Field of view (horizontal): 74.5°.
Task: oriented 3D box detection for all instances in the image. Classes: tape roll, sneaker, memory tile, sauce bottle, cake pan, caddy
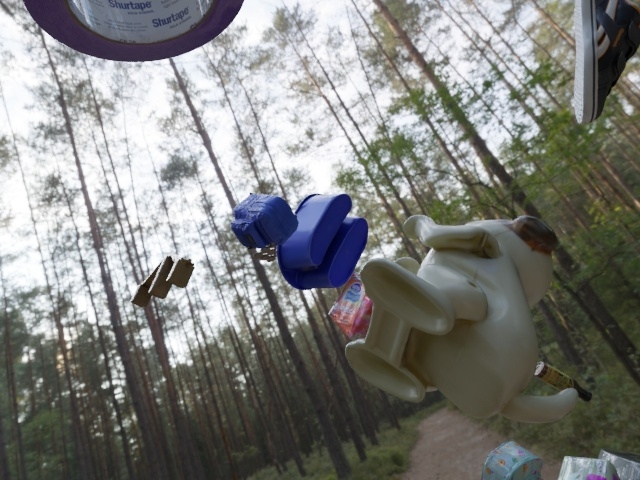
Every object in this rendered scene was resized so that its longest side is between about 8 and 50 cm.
[{"bbox_3d":[-0.239,-0.351,0.547,0.275,0.090,0.275,-18,-5,-2],"label":"tape roll"},{"bbox_3d":[0.639,-0.422,0.933,0.127,0.321,0.126,2,-5,22],"label":"sneaker"},{"bbox_3d":[-0.164,0.031,1.518,0.148,0.012,0.113,-35,-27,22],"label":"memory tile"},{"bbox_3d":[0.566,0.331,0.980,0.042,0.128,0.042,-61,-6,-11],"label":"sauce bottle"},{"bbox_3d":[0.693,0.469,0.815,0.293,0.054,0.293,11,-14,3],"label":"cake pan"},{"bbox_3d":[0.000,0.000,1.348,0.179,0.341,0.241,-3,-44,44],"label":"caddy"}]

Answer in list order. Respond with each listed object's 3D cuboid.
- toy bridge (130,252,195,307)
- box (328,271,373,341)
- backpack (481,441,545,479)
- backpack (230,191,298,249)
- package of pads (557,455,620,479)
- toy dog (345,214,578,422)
[{"bbox_3d":[-0.221,0.051,0.601,0.026,0.063,0.188,32,-34,-27],"label":"toy bridge"},{"bbox_3d":[0.197,0.228,1.200,0.300,0.142,0.154,29,-85,-31],"label":"box"},{"bbox_3d":[0.505,0.635,1.096,0.166,0.188,0.144,-6,8,-27],"label":"backpack"},{"bbox_3d":[-0.108,-0.032,0.833,0.120,0.101,0.098,3,-42,42],"label":"backpack"},{"bbox_3d":[0.490,0.575,0.716,0.101,0.296,0.229,-20,7,41],"label":"package of pads"},{"bbox_3d":[0.297,0.093,0.788,0.408,0.395,0.284,-37,-45,-41],"label":"toy dog"}]
